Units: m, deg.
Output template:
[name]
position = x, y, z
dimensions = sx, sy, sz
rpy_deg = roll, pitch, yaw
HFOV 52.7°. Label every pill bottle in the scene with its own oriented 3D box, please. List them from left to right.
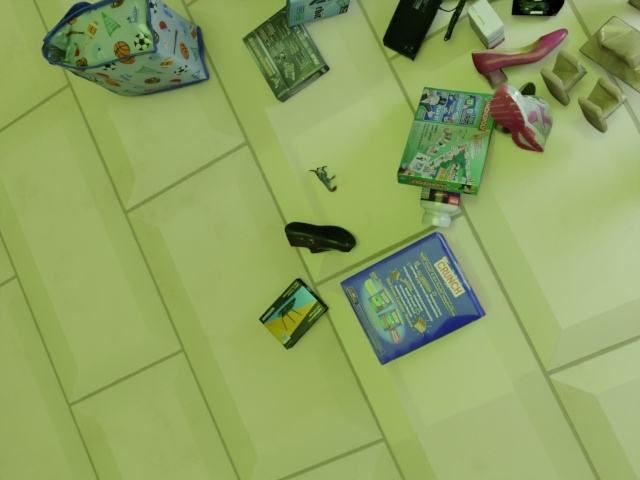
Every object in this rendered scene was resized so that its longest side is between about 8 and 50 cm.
[pill bottle]
position = 0.338, -0.136, 1.802
dimensions = 0.108, 0.108, 0.193
rpy_deg = 10, 94, 17

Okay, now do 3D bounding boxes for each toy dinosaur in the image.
[toy dinosaur]
position = 0.016, -0.184, 1.951
dimensions = 0.090, 0.047, 0.082
rpy_deg = -8, 98, 50

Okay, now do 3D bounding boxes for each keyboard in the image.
[keyboard]
position = 0.318, -0.658, 1.807
dimensions = 0.201, 0.033, 0.317
rpy_deg = 35, 116, 21

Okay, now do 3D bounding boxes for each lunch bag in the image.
[lunch bag]
position = -0.597, -0.584, 1.978
dimensions = 0.386, 0.328, 0.238
rpy_deg = -12, 82, 19

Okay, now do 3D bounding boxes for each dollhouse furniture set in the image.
[dollhouse furniture set]
position = 0.844, -0.403, 1.622
dimensions = 0.362, 0.256, 0.394
rpy_deg = -46, 57, 12

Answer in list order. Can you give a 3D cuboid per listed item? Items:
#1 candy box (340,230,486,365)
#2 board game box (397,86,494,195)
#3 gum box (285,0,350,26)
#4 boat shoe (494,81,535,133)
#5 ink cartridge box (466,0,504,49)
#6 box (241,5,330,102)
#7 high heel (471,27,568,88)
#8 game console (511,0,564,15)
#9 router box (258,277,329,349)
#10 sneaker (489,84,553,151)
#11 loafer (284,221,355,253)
[candy box]
position = 0.261, 0.163, 1.822
dimensions = 0.317, 0.122, 0.268
rpy_deg = -29, 81, 17
[board game box]
position = 0.349, -0.276, 1.747
dimensions = 0.214, 0.046, 0.317
rpy_deg = 11, 61, 16
[gum box]
position = -0.006, -0.684, 1.850
dimensions = 0.184, 0.157, 0.041
rpy_deg = -17, 85, -6
[boat shoe]
position = 0.532, -0.367, 1.771
dimensions = 0.153, 0.056, 0.048
rpy_deg = -63, 33, 12
[ink cartridge box]
position = 0.449, -0.584, 1.748
dimensions = 0.056, 0.135, 0.099
rpy_deg = -34, 81, 14
[box]
position = -0.106, -0.568, 1.965
dimensions = 0.183, 0.056, 0.231
rpy_deg = -33, 81, 16
[high heel]
position = 0.535, -0.524, 1.741
dimensions = 0.244, 0.082, 0.117
rpy_deg = -31, 105, 27
[game console]
position = 0.487, -0.728, 1.759
dimensions = 0.361, 0.044, 0.213
rpy_deg = 10, 111, 21
[router box]
position = -0.082, 0.223, 1.969
dimensions = 0.133, 0.046, 0.179
rpy_deg = 45, 102, 12
[sneaker]
position = 0.532, -0.340, 1.695
dimensions = 0.103, 0.252, 0.111
rpy_deg = 20, 79, 44
[loafer]
position = 0.000, 0.000, 1.936
dimensions = 0.220, 0.080, 0.078
rpy_deg = 13, 127, 16
